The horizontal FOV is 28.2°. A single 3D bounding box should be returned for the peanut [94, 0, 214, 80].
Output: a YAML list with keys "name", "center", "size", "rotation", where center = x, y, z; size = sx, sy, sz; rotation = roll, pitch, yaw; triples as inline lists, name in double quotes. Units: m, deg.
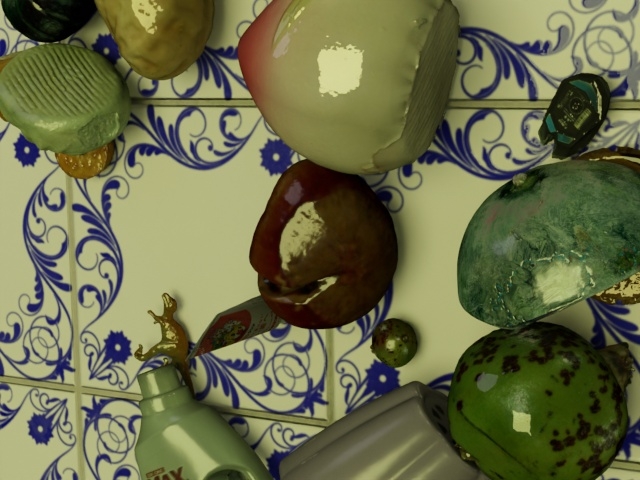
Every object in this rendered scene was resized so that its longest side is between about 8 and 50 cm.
- name: "peanut"
  center: [-0.265, -0.436, 1.944]
  size: [0.192, 0.169, 0.387]
  rotation: [-6, 91, 28]

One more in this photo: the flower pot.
- name: "flower pot"
  center: [0.111, 0.346, 1.821]
  size: [0.243, 0.265, 0.265]
  rotation: [-42, 77, 17]

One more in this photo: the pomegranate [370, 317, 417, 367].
- name: "pomegranate"
  center: [0.103, 0.149, 1.890]
  size: [0.084, 0.073, 0.073]
  rotation: [14, 105, 42]

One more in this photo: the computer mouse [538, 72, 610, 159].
- name: "computer mouse"
  center: [0.347, -0.169, 1.719]
  size: [0.079, 0.047, 0.135]
  rotation: [52, 129, 25]

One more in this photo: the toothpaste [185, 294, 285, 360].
- name: "toothpaste"
  center: [-0.119, 0.121, 1.908]
  size: [0.057, 0.234, 0.089]
  rotation: [42, 115, 17]

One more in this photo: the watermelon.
- name: "watermelon"
  center: [0.294, -0.007, 1.643]
  size: [0.322, 0.188, 0.175]
  rotation: [-25, 90, 24]

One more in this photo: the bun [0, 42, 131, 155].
- name: "bun"
  center: [-0.410, -0.221, 2.043]
  size: [0.221, 0.221, 0.108]
  rotation: [31, 142, 21]

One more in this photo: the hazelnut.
- name: "hazelnut"
  center: [0.000, 0.000, 1.852]
  size: [0.217, 0.217, 0.251]
  rotation: [11, 119, 27]

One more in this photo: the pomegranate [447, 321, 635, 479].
- name: "pomegranate"
  center: [0.302, 0.219, 1.701]
  size: [0.270, 0.254, 0.254]
  rotation: [-25, 85, 0]

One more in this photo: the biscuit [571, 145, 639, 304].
- name: "biscuit"
  center: [0.401, -0.020, 1.715]
  size: [0.226, 0.042, 0.226]
  rotation: [5, 102, 27]

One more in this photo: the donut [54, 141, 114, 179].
- name: "donut"
  center: [-0.391, -0.151, 2.124]
  size: [0.108, 0.043, 0.097]
  rotation: [19, 106, 24]

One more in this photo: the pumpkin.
- name: "pumpkin"
  center: [-0.434, -0.414, 2.036]
  size: [0.202, 0.140, 0.202]
  rotation: [-12, 74, 47]

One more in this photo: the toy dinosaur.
- name: "toy dinosaur"
  center: [-0.230, 0.177, 2.092]
  size: [0.162, 0.039, 0.126]
  rotation: [39, 112, 8]

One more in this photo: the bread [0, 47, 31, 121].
- name: "bread"
  center: [-0.506, -0.257, 2.147]
  size: [0.106, 0.082, 0.125]
  rotation: [-9, 96, 23]

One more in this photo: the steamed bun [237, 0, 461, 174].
- name: "steamed bun"
  center: [0.022, -0.245, 1.737]
  size: [0.309, 0.309, 0.309]
  rotation: [5, 100, 28]

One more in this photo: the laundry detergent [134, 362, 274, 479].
- name: "laundry detergent"
  center: [-0.187, 0.390, 2.048]
  size: [0.264, 0.125, 0.398]
  rotation: [-19, 89, 27]
